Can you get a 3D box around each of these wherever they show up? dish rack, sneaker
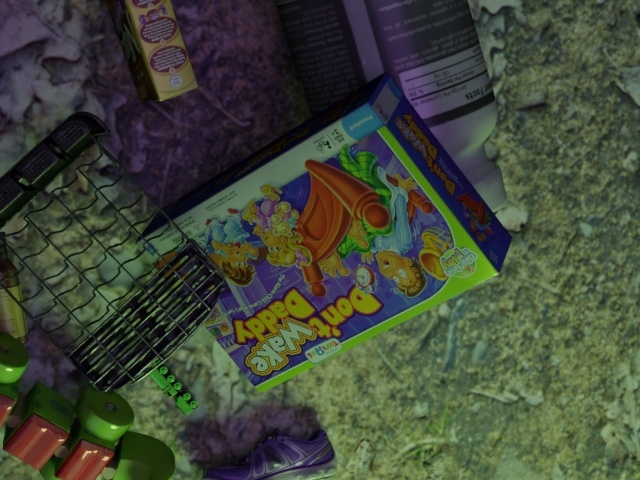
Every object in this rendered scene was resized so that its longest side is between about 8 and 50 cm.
[{"bbox_3d":[-0.244,0.017,1.653,0.208,0.074,0.271,-43,90,0],"label":"dish rack"},{"bbox_3d":[-0.064,0.261,1.816,0.170,0.068,0.071,-9,82,-25],"label":"sneaker"}]

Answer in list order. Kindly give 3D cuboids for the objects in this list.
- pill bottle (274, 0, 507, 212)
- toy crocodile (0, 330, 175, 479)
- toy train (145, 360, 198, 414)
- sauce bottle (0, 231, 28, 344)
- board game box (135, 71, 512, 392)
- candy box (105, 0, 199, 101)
[{"bbox_3d":[0.080,-0.193,1.740,0.210,0.210,0.362,-19,100,-15],"label":"pill bottle"},{"bbox_3d":[-0.317,0.198,1.679,0.341,0.105,0.115,30,111,-17],"label":"toy crocodile"},{"bbox_3d":[-0.175,0.169,1.788,0.024,0.017,0.083,-40,105,0],"label":"toy train"},{"bbox_3d":[-0.354,0.055,1.709,0.042,0.042,0.128,-9,94,-17],"label":"sauce bottle"},{"bbox_3d":[0.000,0.000,1.685,0.347,0.078,0.233,-30,107,32],"label":"board game box"},{"bbox_3d":[-0.197,-0.248,1.700,0.053,0.109,0.186,-22,100,-15],"label":"candy box"}]
